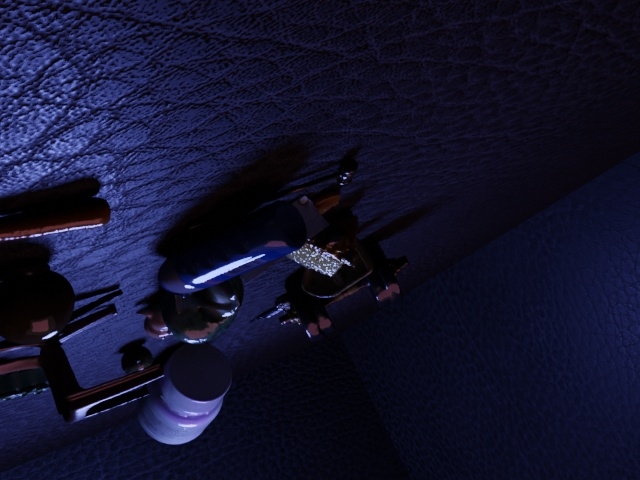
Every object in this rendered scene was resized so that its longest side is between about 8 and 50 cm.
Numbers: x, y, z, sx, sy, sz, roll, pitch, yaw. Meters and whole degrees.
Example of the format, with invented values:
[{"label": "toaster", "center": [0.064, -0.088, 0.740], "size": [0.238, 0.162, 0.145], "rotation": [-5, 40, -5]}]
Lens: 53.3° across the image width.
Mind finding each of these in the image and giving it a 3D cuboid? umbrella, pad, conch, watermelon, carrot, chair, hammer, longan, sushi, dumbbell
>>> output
[{"label": "umbrella", "center": [-0.116, 0.206, 2.013], "size": [0.269, 0.044, 0.044], "rotation": [-26, -154, 27]}, {"label": "pad", "center": [-0.083, -0.001, 1.165], "size": [0.193, 0.004, 0.116], "rotation": [-36, 143, 4]}, {"label": "conch", "center": [-0.228, 0.114, 1.225], "size": [0.188, 0.121, 0.176], "rotation": [-29, 140, 12]}, {"label": "watermelon", "center": [-0.463, 0.304, 1.610], "size": [0.078, 0.078, 0.110], "rotation": [-20, 166, -26]}, {"label": "carrot", "center": [-0.326, -0.017, 0.706], "size": [0.190, 0.037, 0.037], "rotation": [-15, 163, -36]}, {"label": "chair", "center": [-0.459, 0.223, 1.062], "size": [0.327, 0.183, 0.175], "rotation": [-20, 165, -31]}, {"label": "hammer", "center": [-0.074, -0.069, 1.024], "size": [0.292, 0.029, 0.058], "rotation": [-21, 164, -17]}, {"label": "longan", "center": [-0.386, 0.081, 0.859], "size": [0.106, 0.106, 0.119], "rotation": [-14, 120, -44]}, {"label": "sushi", "center": [-0.101, 0.189, 1.932], "size": [0.046, 0.044, 0.083], "rotation": [-29, 169, 14]}, {"label": "dumbbell", "center": [0.064, 0.138, 1.746], "size": [0.389, 0.185, 0.185], "rotation": [-26, 167, -1]}]

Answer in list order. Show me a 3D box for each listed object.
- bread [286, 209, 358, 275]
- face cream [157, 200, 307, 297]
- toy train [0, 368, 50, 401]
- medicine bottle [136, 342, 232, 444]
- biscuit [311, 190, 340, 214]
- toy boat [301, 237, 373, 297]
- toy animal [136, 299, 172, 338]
[{"label": "bread", "center": [0.000, 0.000, 1.356], "size": [0.152, 0.127, 0.147], "rotation": [11, 159, -10]}, {"label": "face cream", "center": [-0.153, 0.021, 1.042], "size": [0.264, 0.083, 0.149], "rotation": [-23, 177, 23]}, {"label": "toy train", "center": [-0.618, 0.283, 1.253], "size": [0.119, 0.074, 0.176], "rotation": [-19, 173, 9]}, {"label": "medicine bottle", "center": [-0.418, 0.469, 1.974], "size": [0.241, 0.241, 0.302], "rotation": [-15, 154, -41]}, {"label": "biscuit", "center": [0.004, -0.068, 1.192], "size": [0.078, 0.015, 0.091], "rotation": [-17, 165, -41]}, {"label": "toy boat", "center": [0.039, 0.073, 1.597], "size": [0.188, 0.116, 0.061], "rotation": [-33, 172, 20]}, {"label": "toy animal", "center": [-0.333, 0.165, 1.335], "size": [0.083, 0.089, 0.150], "rotation": [-55, -177, -36]}]
